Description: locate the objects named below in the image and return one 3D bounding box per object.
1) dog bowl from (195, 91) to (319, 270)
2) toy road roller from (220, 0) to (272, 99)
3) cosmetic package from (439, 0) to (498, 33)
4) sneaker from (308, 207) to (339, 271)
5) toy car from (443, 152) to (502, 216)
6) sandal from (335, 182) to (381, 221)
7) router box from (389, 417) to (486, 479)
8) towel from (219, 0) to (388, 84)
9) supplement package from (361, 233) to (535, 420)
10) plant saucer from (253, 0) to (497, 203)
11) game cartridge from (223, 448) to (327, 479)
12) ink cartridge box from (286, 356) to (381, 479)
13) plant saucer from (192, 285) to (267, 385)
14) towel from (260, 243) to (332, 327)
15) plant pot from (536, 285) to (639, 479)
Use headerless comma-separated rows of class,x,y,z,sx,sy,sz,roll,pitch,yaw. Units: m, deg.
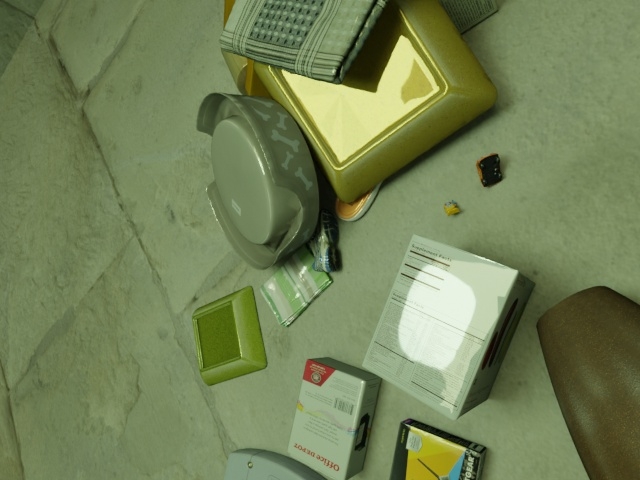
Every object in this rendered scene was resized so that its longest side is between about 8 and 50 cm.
dog bowl,-0.128,-0.119,0.865,0.349,0.102,0.349,37,138,44
toy road roller,-0.078,-0.492,0.973,0.203,0.240,0.329,66,152,23
cosmetic package,0.150,-0.423,0.811,0.296,0.153,0.129,-27,67,24
sneaker,0.000,0.000,0.880,0.058,0.052,0.135,-14,66,33
toy car,0.250,-0.101,0.743,0.122,0.060,0.040,-36,32,15
sandal,0.092,-0.163,0.841,0.102,0.076,0.265,27,96,33
router box,0.178,0.397,0.695,0.133,0.046,0.179,9,86,34
towel,-0.009,-0.425,0.683,0.312,0.056,0.324,33,98,38
supplement package,0.197,0.121,0.647,0.149,0.194,0.203,23,94,33
plant saucer,0.065,-0.275,0.741,0.332,0.081,0.333,-33,90,27
game cartridge,-0.069,0.526,0.827,0.297,0.062,0.198,10,82,34
ink cartridge box,0.024,0.317,0.794,0.127,0.072,0.175,11,87,33
plant saucer,-0.222,0.218,0.988,0.188,0.045,0.188,-25,69,27
towel,-0.056,0.094,0.919,0.152,0.023,0.113,-46,61,17
plant pot,0.380,0.179,0.532,0.215,0.215,0.230,-39,48,21
